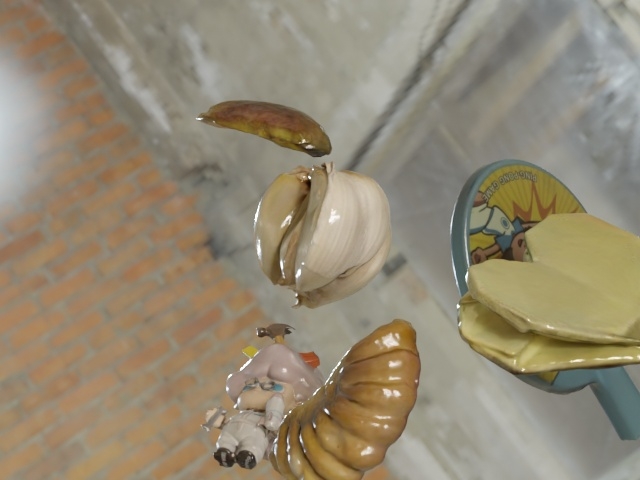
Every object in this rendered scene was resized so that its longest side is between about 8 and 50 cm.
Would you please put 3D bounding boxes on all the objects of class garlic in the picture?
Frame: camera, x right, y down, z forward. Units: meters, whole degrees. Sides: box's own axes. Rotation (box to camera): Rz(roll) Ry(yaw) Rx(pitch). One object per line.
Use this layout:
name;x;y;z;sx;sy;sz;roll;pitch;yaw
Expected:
garlic;0.011;0.004;2.046;0.281;0.184;0.203;8;80;62

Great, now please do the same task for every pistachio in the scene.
pistachio;-0.060;-0.138;1.696;0.089;0.172;0.049;15;-86;-69

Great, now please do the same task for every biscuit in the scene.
biscuit;0.018;0.148;1.242;0.183;0.061;0.118;-48;30;22

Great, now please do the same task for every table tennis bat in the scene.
table tennis bat;0.236;0.066;1.442;0.044;0.329;0.215;-16;27;45

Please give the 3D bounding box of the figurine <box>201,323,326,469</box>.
figurine;-0.060;0.200;1.788;0.137;0.112;0.229;-5;31;26

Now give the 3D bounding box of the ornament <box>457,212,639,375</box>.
ornament;0.225;0.052;1.198;0.201;0.180;0.059;-31;-41;-44
